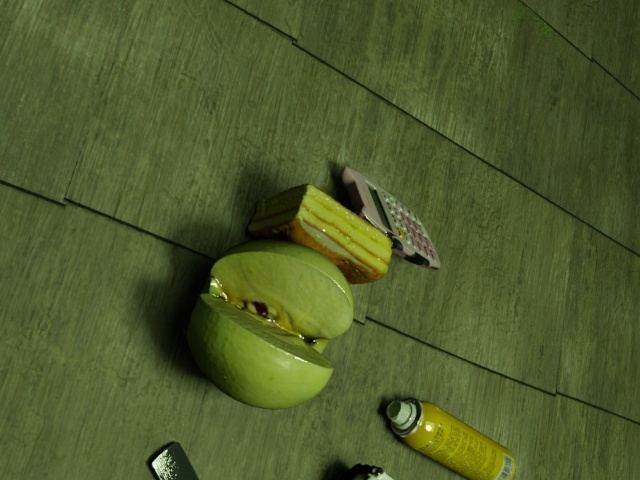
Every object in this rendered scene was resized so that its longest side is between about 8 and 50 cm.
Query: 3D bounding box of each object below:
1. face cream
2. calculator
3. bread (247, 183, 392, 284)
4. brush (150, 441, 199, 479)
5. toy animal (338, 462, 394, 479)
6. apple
[{"bbox_3d":[0.274,0.430,1.634,0.349,0.105,0.105,34,64,-29],"label":"face cream"},{"bbox_3d":[0.153,-0.036,1.598,0.294,0.043,0.194,30,29,-39],"label":"calculator"},{"bbox_3d":[0.000,0.000,1.438,0.234,0.184,0.110,30,66,-30],"label":"bread"},{"bbox_3d":[-0.226,0.438,1.301,0.063,0.016,0.193,-33,103,-36],"label":"brush"},{"bbox_3d":[0.072,0.553,1.418,0.187,0.165,0.235,42,57,0],"label":"toy animal"},{"bbox_3d":[-0.087,0.137,1.290,0.254,0.292,0.292,26,65,-5],"label":"apple"}]
